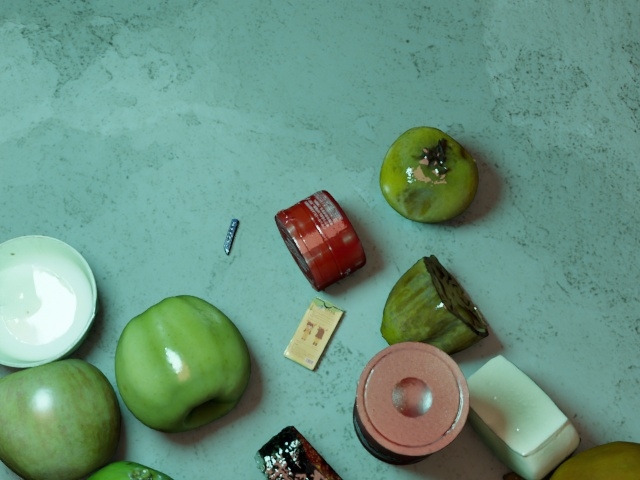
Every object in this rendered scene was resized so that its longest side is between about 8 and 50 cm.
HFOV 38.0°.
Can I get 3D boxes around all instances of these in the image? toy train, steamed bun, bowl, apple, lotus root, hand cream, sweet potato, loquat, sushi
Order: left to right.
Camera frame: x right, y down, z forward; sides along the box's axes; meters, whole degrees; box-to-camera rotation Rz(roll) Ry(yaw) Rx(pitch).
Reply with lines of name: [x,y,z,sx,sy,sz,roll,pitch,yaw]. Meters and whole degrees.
bowl: [-0.587,0.139,1.934,0.277,0.145,0.277,0,73,-1]
apple: [-0.521,0.357,1.817,0.257,0.257,0.234,-15,88,-4]
apple: [-0.281,0.250,1.859,0.279,0.279,0.279,0,74,1]
toy train: [-0.198,-0.008,2.037,0.017,0.017,0.083,14,74,7]
sushi: [-0.030,0.482,1.834,0.126,0.136,0.225,-41,84,-8]
hand cream: [0.000,0.000,1.944,0.125,0.193,0.193,-30,76,-6]
lotus root: [0.223,0.163,1.927,0.180,0.199,0.188,-42,35,19]
loquat: [0.229,-0.133,1.974,0.213,0.213,0.213,0,74,1]
steamed bun: [0.392,0.361,1.835,0.146,0.164,0.241,-36,45,-8]
sweet potato: [0.458,0.455,1.877,0.182,0.054,0.053,-29,85,-10]

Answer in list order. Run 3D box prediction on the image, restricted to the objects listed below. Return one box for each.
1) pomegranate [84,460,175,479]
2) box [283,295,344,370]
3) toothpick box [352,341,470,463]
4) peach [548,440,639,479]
pomegranate: [-0.375,0.553,1.769,0.254,0.254,0.270,30,105,9]
box: [-0.014,0.196,1.974,0.073,0.020,0.149,27,76,9]
toothpick box: [0.163,0.319,1.773,0.204,0.333,0.204,0,74,0]
peach: [0.560,0.546,1.690,0.343,0.301,0.343,3,115,7]
